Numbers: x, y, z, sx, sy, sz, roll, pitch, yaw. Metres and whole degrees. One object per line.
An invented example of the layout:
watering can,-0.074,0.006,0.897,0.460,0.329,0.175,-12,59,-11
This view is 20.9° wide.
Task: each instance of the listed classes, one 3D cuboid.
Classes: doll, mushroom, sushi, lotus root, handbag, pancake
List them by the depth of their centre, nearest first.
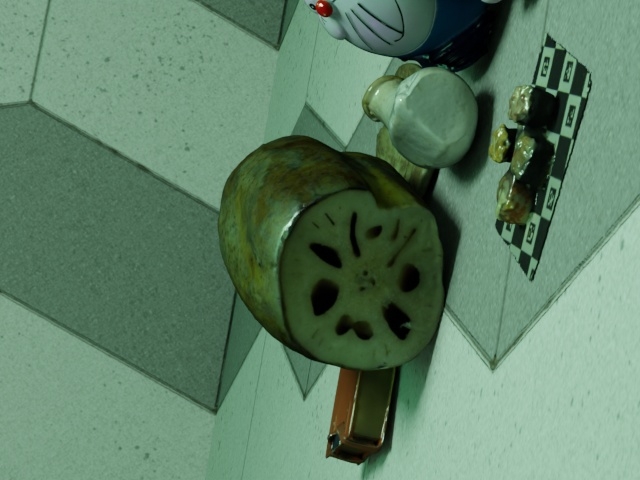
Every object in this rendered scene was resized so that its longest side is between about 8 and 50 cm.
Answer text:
sushi,0.194,-0.087,1.680,0.192,0.040,0.210,-109,32,-71
doll,0.106,-0.328,1.920,0.240,0.284,0.310,-38,-2,-37
mushroom,0.114,-0.138,1.986,0.103,0.118,0.270,-40,8,-6
lotus root,0.000,0.000,2.048,0.346,0.251,0.250,-124,46,-67
handbag,0.056,0.175,2.137,0.127,0.063,0.190,125,158,-66
pancake,0.108,-0.106,2.188,0.222,0.042,0.236,-119,38,-64
